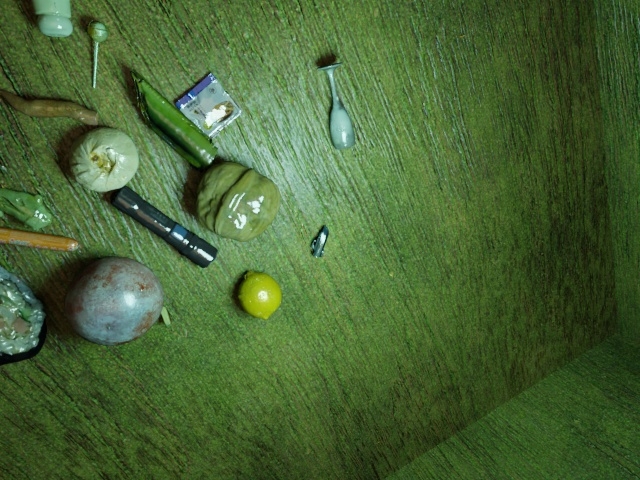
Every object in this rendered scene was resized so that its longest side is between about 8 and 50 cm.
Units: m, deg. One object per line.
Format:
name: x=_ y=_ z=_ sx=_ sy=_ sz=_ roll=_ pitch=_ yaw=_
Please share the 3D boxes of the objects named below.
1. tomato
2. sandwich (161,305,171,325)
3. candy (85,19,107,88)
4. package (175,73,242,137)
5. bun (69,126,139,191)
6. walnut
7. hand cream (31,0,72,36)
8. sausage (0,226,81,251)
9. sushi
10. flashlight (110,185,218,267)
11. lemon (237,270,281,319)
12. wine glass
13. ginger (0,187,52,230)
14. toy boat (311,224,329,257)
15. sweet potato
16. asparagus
tomato: x=-0.718 y=0.211 z=1.529 sx=0.316 sy=0.282 sz=0.317 roll=-9 pitch=123 yaw=-14
sandwich: x=-0.613 y=0.302 z=1.723 sx=0.030 sy=0.044 sz=0.083 roll=-18 pitch=70 yaw=-18
candy: x=-0.715 y=-0.587 z=1.380 sx=0.061 sy=0.061 sz=0.203 roll=7 pitch=114 yaw=-22
package: x=-0.393 y=-0.469 z=1.544 sx=0.171 sy=0.027 sz=0.173 roll=-42 pitch=121 yaw=-3
bun: x=-0.712 y=-0.267 z=1.428 sx=0.222 sy=0.127 sz=0.222 roll=-1 pitch=93 yaw=-21
walnut: x=-0.300 y=-0.134 z=1.565 sx=0.277 sy=0.282 sz=0.253 roll=-61 pitch=156 yaw=12
hand cream: x=-0.797 y=-0.762 z=1.261 sx=0.147 sy=0.093 sz=0.306 roll=-5 pitch=108 yaw=-13
sausage: x=-1.000 y=-0.007 z=1.465 sx=0.347 sy=0.053 sz=0.053 roll=11 pitch=104 yaw=-23
sushi: x=-1.106 y=0.278 z=1.395 sx=0.285 sy=0.328 sz=0.329 roll=-31 pitch=133 yaw=5
flashlight: x=-0.567 y=-0.044 z=1.588 sx=0.424 sy=0.103 sz=0.103 roll=39 pitch=92 yaw=-26
lemon: x=-0.247 y=0.217 z=1.756 sx=0.173 sy=0.173 sz=0.206 roll=-31 pitch=93 yaw=-8
wine glass: x=0.002 y=-0.475 z=1.619 sx=0.264 sy=0.096 sz=0.310 roll=-28 pitch=118 yaw=-31
ginger: x=-1.035 y=-0.106 z=1.404 sx=0.289 sy=0.089 sz=0.137 roll=3 pitch=89 yaw=-26
toy boat: x=0.000 y=0.000 z=1.834 sx=0.060 sy=0.055 sz=0.141 roll=18 pitch=102 yaw=-1
sweet potato: x=-0.860 y=-0.418 z=1.373 sx=0.281 sy=0.059 sz=0.067 roll=4 pitch=97 yaw=-23
asparagus: x=-0.514 y=-0.396 z=1.482 sx=0.128 sy=0.108 sz=0.382 roll=-36 pitch=117 yaw=23
